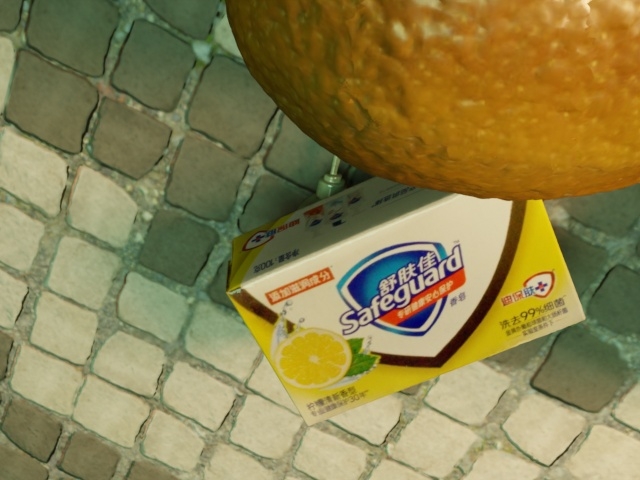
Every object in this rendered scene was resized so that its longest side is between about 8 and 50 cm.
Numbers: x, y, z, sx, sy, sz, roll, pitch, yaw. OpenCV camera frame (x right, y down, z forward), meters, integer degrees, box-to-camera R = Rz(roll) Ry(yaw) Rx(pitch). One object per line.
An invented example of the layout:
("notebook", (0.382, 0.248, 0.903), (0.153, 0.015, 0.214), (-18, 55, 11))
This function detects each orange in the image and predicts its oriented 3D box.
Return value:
("orange", (0.121, -0.177, 0.524), (0.357, 0.322, 0.322), (11, 119, -7))

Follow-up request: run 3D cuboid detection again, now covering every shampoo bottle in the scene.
("shampoo bottle", (0.000, 0.000, 0.792), (0.056, 0.056, 0.195), (13, 118, 7))

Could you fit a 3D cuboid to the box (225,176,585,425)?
("box", (0.070, 0.033, 0.726), (0.265, 0.097, 0.168), (-22, 118, 8))
